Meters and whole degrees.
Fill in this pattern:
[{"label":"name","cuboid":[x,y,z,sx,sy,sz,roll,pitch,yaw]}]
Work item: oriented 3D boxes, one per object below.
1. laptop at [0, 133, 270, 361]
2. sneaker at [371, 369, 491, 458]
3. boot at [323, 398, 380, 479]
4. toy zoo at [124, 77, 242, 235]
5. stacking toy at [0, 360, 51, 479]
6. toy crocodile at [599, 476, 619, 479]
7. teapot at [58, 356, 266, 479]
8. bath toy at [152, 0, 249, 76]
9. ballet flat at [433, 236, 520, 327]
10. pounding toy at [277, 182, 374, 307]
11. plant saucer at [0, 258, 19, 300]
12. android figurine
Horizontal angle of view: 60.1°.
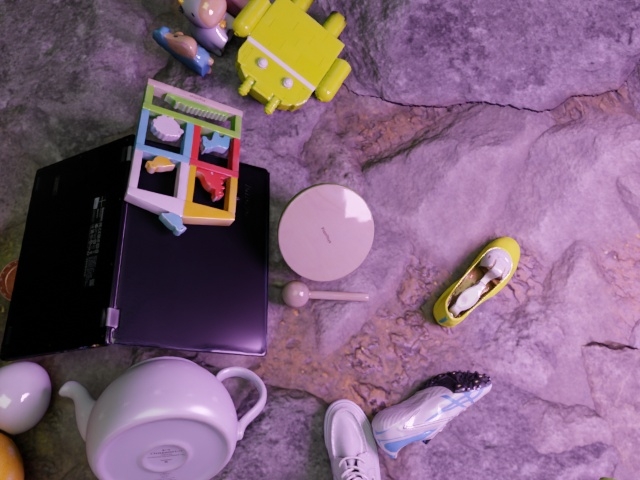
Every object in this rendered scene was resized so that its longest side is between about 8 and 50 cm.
[{"label":"laptop","cuboid":[-0.331,0.031,1.037,0.407,0.236,0.382,-12,65,24]},{"label":"sneaker","cuboid":[0.204,0.308,0.998,0.237,0.085,0.086,-24,105,-10]},{"label":"boot","cuboid":[0.067,0.403,0.942,0.095,0.123,0.259,-14,78,-5]},{"label":"toy zoo","cuboid":[-0.243,-0.142,1.008,0.192,0.030,0.294,14,61,-27]},{"label":"stacking toy","cuboid":[-0.589,0.412,0.868,0.350,0.351,0.480,27,61,4]},{"label":"toy crocodile","cuboid":[0.650,0.491,0.961,0.340,0.105,0.115,13,77,-4]},{"label":"teapot","cuboid":[-0.258,0.284,0.930,0.252,0.256,0.187,-37,37,11]},{"label":"bath toy","cuboid":[-0.199,-0.512,1.125,0.129,0.151,0.348,31,76,-13]},{"label":"ballet flat","cuboid":[0.306,0.076,1.047,0.231,0.077,0.077,-43,81,-10]},{"label":"pounding toy","cuboid":[0.000,0.000,1.058,0.182,0.110,0.237,-5,107,-14]},{"label":"plant saucer","cuboid":[-0.567,0.077,1.053,0.083,0.013,0.084,0,77,-1]},{"label":"android figurine","cuboid":[-0.063,-0.382,1.128,0.248,0.056,0.273,37,76,-13]}]
